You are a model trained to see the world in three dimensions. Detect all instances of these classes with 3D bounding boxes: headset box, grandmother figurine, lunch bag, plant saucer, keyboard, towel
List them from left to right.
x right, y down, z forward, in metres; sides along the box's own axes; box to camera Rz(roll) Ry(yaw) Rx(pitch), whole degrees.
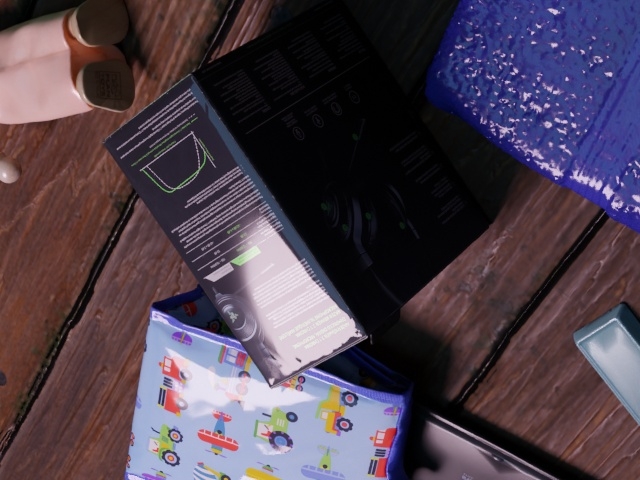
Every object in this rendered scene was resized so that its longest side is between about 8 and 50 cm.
[{"bbox_3d":[-0.344,-0.164,1.706,0.342,0.104,0.208,-4,84,38],"label":"grandmother figurine"},{"bbox_3d":[-0.035,0.192,1.643,0.293,0.138,0.221,26,123,22],"label":"lunch bag"},{"bbox_3d":[-0.008,-0.041,1.442,0.131,0.246,0.283,-32,95,39],"label":"headset box"},{"bbox_3d":[0.161,0.281,1.634,0.317,0.033,0.201,28,125,21],"label":"keyboard"},{"bbox_3d":[0.255,-0.139,1.335,0.308,0.076,0.227,33,120,16],"label":"towel"},{"bbox_3d":[0.309,0.149,1.475,0.192,0.018,0.067,51,130,0],"label":"plant saucer"}]
